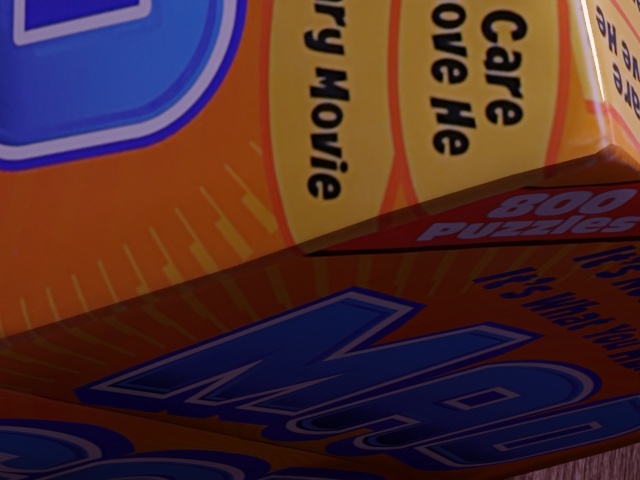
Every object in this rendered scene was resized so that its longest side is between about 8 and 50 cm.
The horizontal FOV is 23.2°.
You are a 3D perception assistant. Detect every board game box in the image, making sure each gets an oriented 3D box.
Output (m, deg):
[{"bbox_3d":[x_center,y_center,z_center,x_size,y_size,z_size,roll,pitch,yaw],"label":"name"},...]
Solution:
[{"bbox_3d":[-0.042,-0.095,0.580,0.356,0.356,0.356,25,51,-60],"label":"board game box"}]
